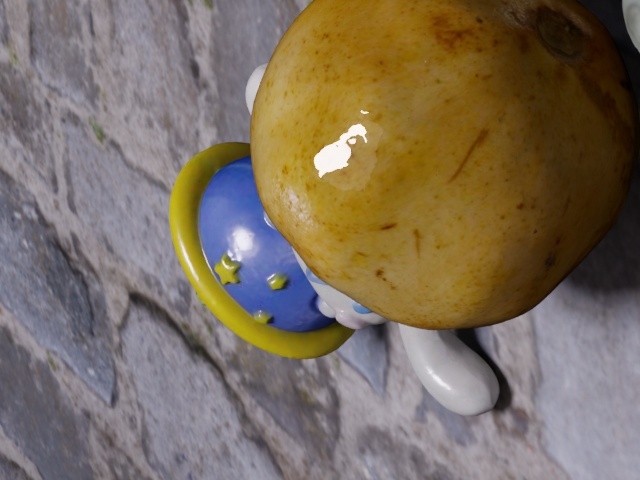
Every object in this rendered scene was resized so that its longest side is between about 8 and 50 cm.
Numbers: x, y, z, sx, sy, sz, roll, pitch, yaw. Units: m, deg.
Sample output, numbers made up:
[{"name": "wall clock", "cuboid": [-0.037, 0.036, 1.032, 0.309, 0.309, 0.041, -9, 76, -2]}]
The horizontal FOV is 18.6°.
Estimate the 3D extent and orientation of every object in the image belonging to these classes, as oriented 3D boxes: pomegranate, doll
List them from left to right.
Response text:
[{"name": "doll", "cuboid": [0.022, 0.016, 1.545, 0.311, 0.159, 0.242, 50, 130, -1]}, {"name": "pomegranate", "cuboid": [0.077, -0.062, 1.305, 0.264, 0.264, 0.264, 24, 120, 50]}]

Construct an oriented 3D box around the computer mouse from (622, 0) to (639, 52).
[{"name": "computer mouse", "cuboid": [0.292, -0.135, 1.123, 0.331, 0.095, 0.197, 45, 134, 50]}]
